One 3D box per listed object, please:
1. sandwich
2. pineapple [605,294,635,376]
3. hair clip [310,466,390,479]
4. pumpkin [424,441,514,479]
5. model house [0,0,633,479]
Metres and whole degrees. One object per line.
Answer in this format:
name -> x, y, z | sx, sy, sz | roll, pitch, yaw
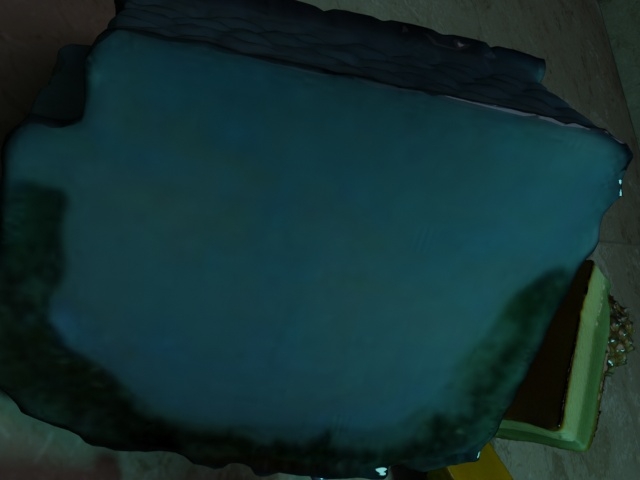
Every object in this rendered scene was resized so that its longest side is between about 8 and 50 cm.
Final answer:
sandwich -> 0.261, 0.138, 1.008 | 0.108, 0.186, 0.220 | 38, 63, -42
pineapple -> 0.408, 0.147, 1.253 | 0.193, 0.166, 0.166 | 0, 75, -56
hair clip -> 0.071, 0.148, 0.815 | 0.278, 0.090, 0.137 | -18, 82, -57
pumpkin -> 0.164, 0.326, 0.854 | 0.131, 0.126, 0.248 | 1, 56, -48
model house -> -0.037, -0.052, 0.608 | 0.360, 0.297, 0.339 | 7, 33, -12
